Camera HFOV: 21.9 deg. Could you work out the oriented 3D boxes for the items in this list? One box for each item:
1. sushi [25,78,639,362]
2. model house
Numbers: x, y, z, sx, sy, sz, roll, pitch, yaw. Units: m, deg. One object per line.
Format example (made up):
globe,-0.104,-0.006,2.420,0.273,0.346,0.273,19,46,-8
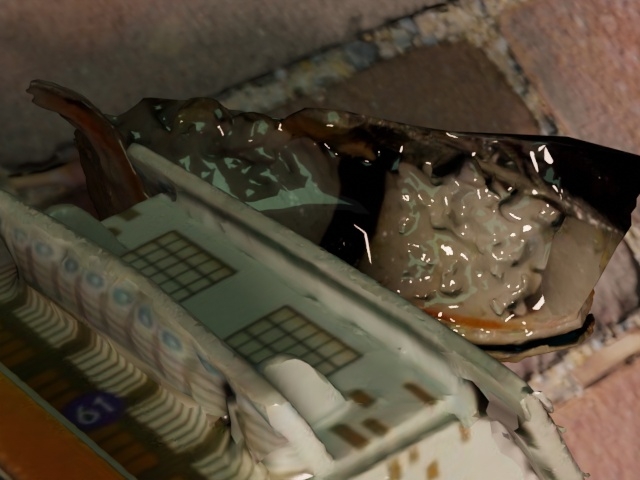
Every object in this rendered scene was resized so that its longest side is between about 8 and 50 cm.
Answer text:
sushi,-0.001,-0.001,0.732,0.273,0.134,0.109,6,87,-29
model house,-0.054,0.096,0.554,0.215,0.198,0.224,-27,36,-30
